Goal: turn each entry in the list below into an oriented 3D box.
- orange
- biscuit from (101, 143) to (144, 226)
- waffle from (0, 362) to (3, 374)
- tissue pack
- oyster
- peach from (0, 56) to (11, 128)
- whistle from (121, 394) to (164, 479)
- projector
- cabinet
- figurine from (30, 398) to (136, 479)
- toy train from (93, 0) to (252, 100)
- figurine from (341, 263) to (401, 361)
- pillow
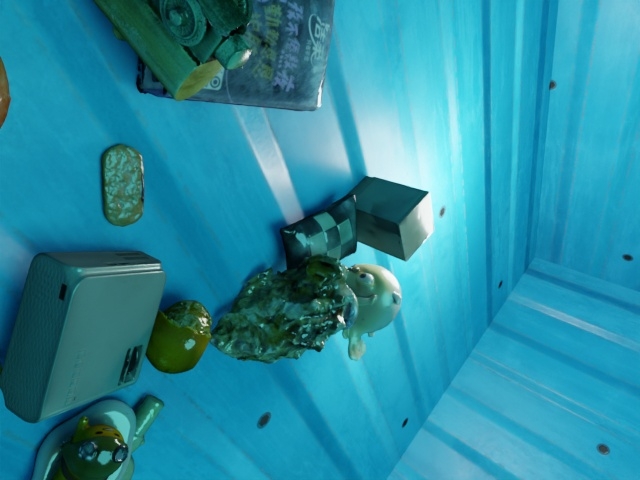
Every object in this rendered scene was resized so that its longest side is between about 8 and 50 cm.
[{"bbox_3d":[-0.284,0.186,0.871,0.134,0.156,0.156,23,91,-22],"label":"orange"},{"bbox_3d":[-0.341,-0.093,0.762,0.071,0.018,0.147,-13,119,-43],"label":"biscuit"},{"bbox_3d":[-0.602,0.218,0.581,0.293,0.069,0.259,32,80,-52],"label":"waffle"},{"bbox_3d":[-0.130,-0.370,0.788,0.361,0.122,0.259,-14,121,-47],"label":"tissue pack"},{"bbox_3d":[-0.087,0.178,1.032,0.351,0.115,0.237,-17,94,-12],"label":"oyster"},{"bbox_3d":[-0.438,-0.165,0.445,0.233,0.233,0.232,-26,127,-40],"label":"peach"},{"bbox_3d":[-0.419,0.444,0.912,0.258,0.067,0.126,-56,137,-17],"label":"whistle"},{"bbox_3d":[-0.384,0.143,0.731,0.198,0.108,0.250,0,109,-69],"label":"projector"},{"bbox_3d":[0.187,-0.068,1.237,0.150,0.206,0.145,-45,137,-25],"label":"cabinet"},{"bbox_3d":[-0.419,0.423,0.788,0.167,0.141,0.249,31,71,-30],"label":"figurine"},{"bbox_3d":[-0.214,-0.336,0.578,0.307,0.189,0.126,50,53,-9],"label":"toy train"},{"bbox_3d":[0.058,0.211,1.237,0.394,0.227,0.274,-5,86,-38],"label":"figurine"},{"bbox_3d":[0.000,0.000,1.137,0.250,0.106,0.186,-27,128,-33],"label":"pillow"}]
